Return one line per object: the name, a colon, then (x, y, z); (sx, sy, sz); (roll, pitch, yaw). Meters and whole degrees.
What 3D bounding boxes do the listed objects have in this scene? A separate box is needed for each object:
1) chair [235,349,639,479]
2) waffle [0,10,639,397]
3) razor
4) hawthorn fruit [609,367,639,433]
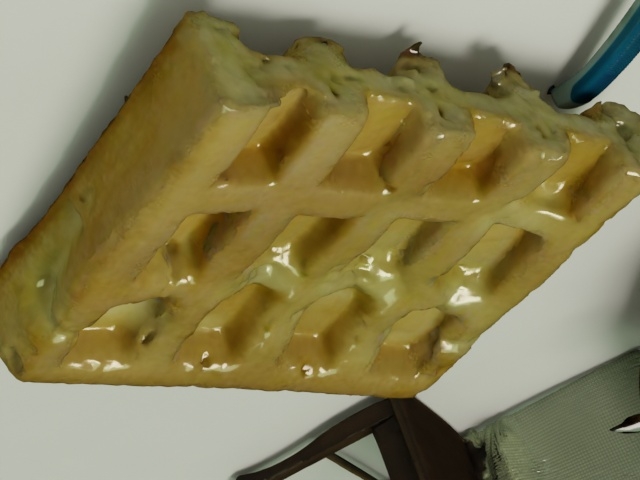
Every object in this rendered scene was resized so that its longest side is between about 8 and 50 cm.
chair: (0.121, 0.195, 1.442); (0.319, 0.160, 0.186); (-29, 148, 15)
waffle: (-0.001, -0.001, 1.157); (0.348, 0.077, 0.304); (5, 143, -32)
razor: (0.187, -0.138, 1.113); (0.068, 0.037, 0.191); (-3, 142, -28)
hawthorn fruit: (0.353, 0.099, 1.356); (0.301, 0.268, 0.268); (-6, 146, 1)
